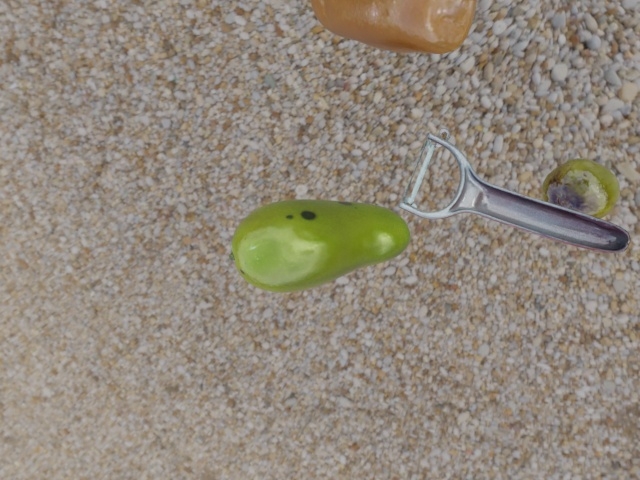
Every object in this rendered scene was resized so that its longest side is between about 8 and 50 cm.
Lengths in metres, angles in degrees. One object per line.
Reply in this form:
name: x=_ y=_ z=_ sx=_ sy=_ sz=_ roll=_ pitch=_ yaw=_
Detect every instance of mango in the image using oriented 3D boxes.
mango: x=0.000 y=0.000 z=1.030 sx=0.293 sy=0.175 sz=0.143 roll=-8 pitch=105 yaw=-18

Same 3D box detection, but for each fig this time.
fig: x=0.542 y=-0.101 z=1.340 sx=0.153 sy=0.120 sz=0.136 roll=11 pitch=127 yaw=9

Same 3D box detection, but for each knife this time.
knife: x=0.252 y=-0.050 z=0.822 sx=0.278 sy=0.053 sz=0.123 roll=21 pitch=89 yaw=13

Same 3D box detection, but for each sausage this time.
sausage: x=0.067 y=-0.245 z=0.655 sx=0.238 sy=0.098 sz=0.098 roll=35 pitch=131 yaw=50
